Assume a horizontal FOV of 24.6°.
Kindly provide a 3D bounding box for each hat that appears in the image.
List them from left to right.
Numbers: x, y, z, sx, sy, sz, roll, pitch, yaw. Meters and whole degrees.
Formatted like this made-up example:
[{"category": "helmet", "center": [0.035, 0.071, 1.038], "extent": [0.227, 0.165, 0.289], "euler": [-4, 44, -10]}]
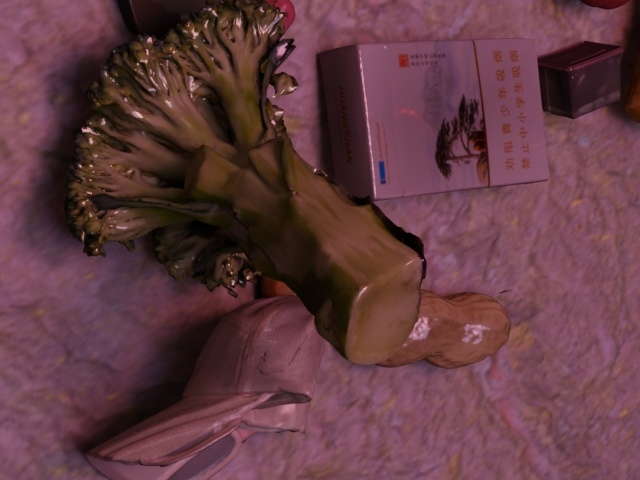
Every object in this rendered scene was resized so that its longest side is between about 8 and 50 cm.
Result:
[{"category": "hat", "center": [-0.099, 0.131, 1.300], "extent": [0.226, 0.219, 0.164], "euler": [-6, 73, -7]}]

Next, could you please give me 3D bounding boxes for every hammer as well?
[{"category": "hammer", "center": [-0.056, -0.188, 1.326], "extent": [0.083, 0.043, 0.043], "euler": [-51, 122, -18]}]

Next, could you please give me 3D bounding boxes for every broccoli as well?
[{"category": "broccoli", "center": [-0.053, -0.011, 1.177], "extent": [0.221, 0.361, 0.252], "euler": [13, 128, -42]}]

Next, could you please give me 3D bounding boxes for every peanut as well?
[{"category": "peanut", "center": [0.109, 0.090, 1.469], "extent": [0.187, 0.082, 0.082], "euler": [3, 96, -37]}]

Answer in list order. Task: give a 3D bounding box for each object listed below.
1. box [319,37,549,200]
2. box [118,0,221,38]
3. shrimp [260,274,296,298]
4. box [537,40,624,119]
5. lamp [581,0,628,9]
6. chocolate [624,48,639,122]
[{"category": "box", "center": [0.115, -0.119, 1.433], "extent": [0.233, 0.067, 0.149], "euler": [-7, 89, -36]}, {"category": "box", "center": [-0.141, -0.243, 1.262], "extent": [0.091, 0.031, 0.126], "euler": [-28, 113, -30]}, {"category": "shrimp", "center": [0.002, 0.001, 1.401], "extent": [0.148, 0.035, 0.195], "euler": [-17, 111, -32]}, {"category": "box", "center": [0.276, -0.171, 1.562], "extent": [0.085, 0.060, 0.063], "euler": [-22, 118, -32]}, {"category": "lamp", "center": [0.292, -0.292, 1.530], "extent": [0.107, 0.092, 0.107], "euler": [19, 52, -27]}, {"category": "chocolate", "center": [0.453, -0.328, 1.618], "extent": [0.162, 0.162, 0.445], "euler": [24, 86, -36]}]
